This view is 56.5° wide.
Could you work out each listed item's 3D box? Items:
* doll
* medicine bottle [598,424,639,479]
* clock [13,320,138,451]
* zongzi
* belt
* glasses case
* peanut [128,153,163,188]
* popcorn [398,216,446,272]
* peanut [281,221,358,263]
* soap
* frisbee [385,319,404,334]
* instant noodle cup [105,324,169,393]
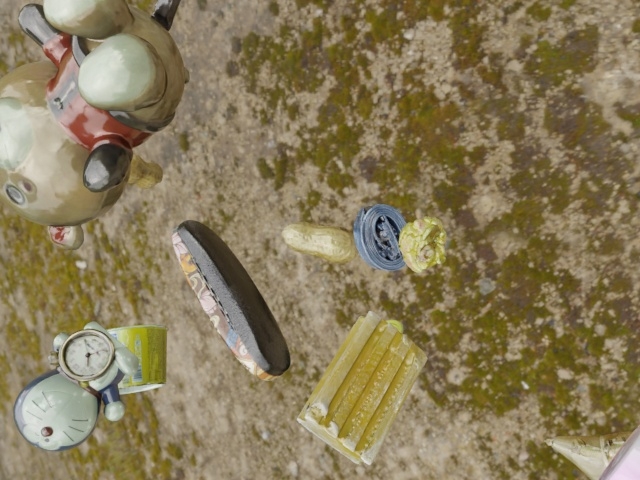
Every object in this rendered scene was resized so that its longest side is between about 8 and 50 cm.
[{"bbox_3d":[-0.268,-0.146,0.673,0.330,0.174,0.235,-33,84,33],"label":"doll"},{"bbox_3d":[0.528,0.380,0.813,0.254,0.152,0.152,37,128,28],"label":"medicine bottle"},{"bbox_3d":[-0.477,0.295,1.168,0.200,0.243,0.146,41,160,-6],"label":"clock"},{"bbox_3d":[0.585,0.484,1.239,0.198,0.099,0.194,-10,105,28],"label":"zongzi"},{"bbox_3d":[0.168,-0.010,1.607,0.082,0.142,0.190,175,75,-73],"label":"belt"},{"bbox_3d":[-0.156,0.099,1.037,0.082,0.122,0.321,-37,72,8],"label":"glasses case"},{"bbox_3d":[-0.493,-0.188,1.607,0.089,0.193,0.089,-3,82,19],"label":"peanut"},{"bbox_3d":[0.208,0.008,1.219,0.089,0.097,0.109,-94,27,-60],"label":"popcorn"},{"bbox_3d":[0.000,0.000,1.783,0.237,0.120,0.110,14,113,-4],"label":"peanut"},{"bbox_3d":[0.092,0.305,1.257,0.173,0.274,0.089,38,153,-3],"label":"soap"},{"bbox_3d":[0.135,0.305,1.645,0.017,0.236,0.236,50,140,-14],"label":"frisbee"},{"bbox_3d":[-0.480,0.307,1.524,0.205,0.205,0.152,-32,65,48],"label":"instant noodle cup"}]
